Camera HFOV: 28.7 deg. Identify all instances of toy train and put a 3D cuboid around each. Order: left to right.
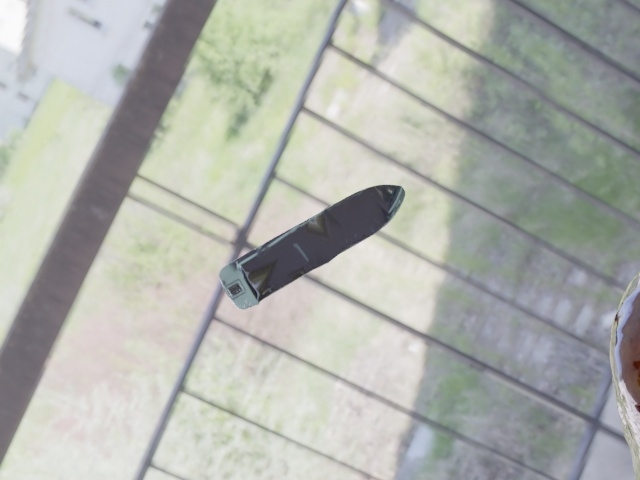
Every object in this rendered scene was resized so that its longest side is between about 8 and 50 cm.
[{"bbox_3d":[0.000,0.000,1.348,0.252,0.055,0.048,-29,-5,-38],"label":"toy train"}]

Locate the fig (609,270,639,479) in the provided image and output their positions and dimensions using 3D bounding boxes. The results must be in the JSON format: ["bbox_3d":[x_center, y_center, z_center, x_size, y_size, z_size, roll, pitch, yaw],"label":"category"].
[{"bbox_3d":[0.300,0.082,0.730,0.249,0.204,0.186,-10,17,14],"label":"fig"}]
